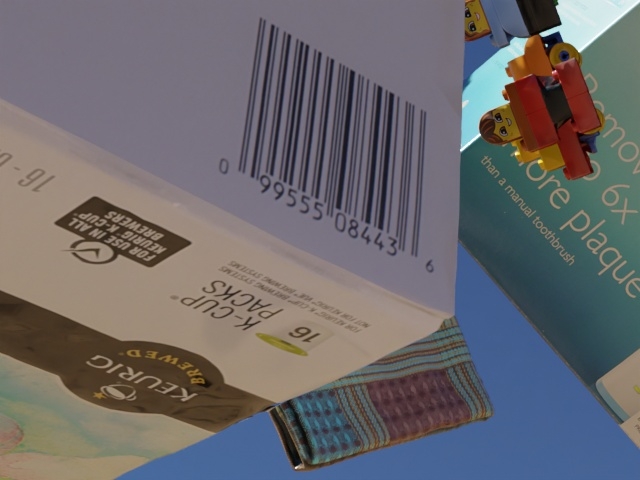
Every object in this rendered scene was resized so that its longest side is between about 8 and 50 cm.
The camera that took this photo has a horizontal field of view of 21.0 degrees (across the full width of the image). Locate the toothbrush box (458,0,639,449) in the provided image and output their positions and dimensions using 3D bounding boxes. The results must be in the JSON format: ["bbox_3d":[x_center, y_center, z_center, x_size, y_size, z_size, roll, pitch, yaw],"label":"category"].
[{"bbox_3d":[0.222,-0.057,0.939,0.295,0.126,0.216,-40,-76,6],"label":"toothbrush box"}]

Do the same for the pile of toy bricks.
[{"bbox_3d":[0.049,-0.116,0.792,0.105,0.212,0.118,-21,-3,12],"label":"pile of toy bricks"}]

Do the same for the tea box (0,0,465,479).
[{"bbox_3d":[-0.176,-0.067,0.598,0.329,0.220,0.323,27,-37,-32],"label":"tea box"}]

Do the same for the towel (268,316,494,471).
[{"bbox_3d":[0.000,0.000,1.460,0.040,0.370,0.271,-34,-17,37],"label":"towel"}]
